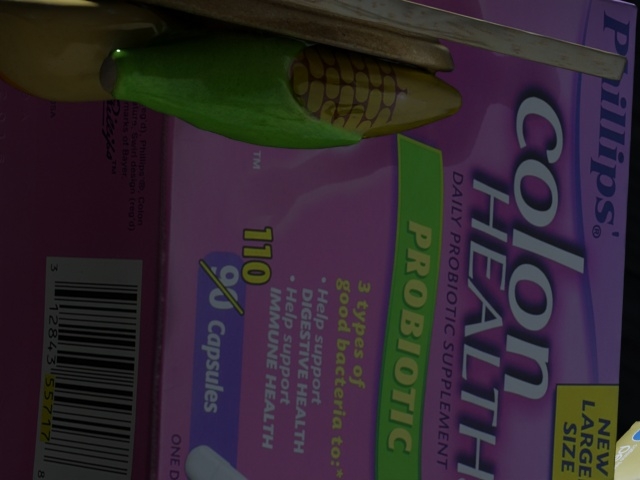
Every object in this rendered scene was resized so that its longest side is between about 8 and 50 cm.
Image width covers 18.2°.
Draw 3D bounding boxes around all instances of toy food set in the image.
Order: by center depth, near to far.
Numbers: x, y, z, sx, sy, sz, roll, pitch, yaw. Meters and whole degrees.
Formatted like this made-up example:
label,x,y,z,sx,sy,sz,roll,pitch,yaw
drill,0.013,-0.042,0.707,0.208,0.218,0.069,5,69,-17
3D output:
label,x,y,z,sx,sy,sz,roll,pitch,yaw
toy food set,-0.033,-0.048,0.479,0.192,0.132,0.039,20,99,48

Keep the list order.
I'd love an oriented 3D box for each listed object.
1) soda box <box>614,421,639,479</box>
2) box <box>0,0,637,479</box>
label,x,y,z,sx,sy,sz,roll,pitch,yaw
soda box,0.188,0.168,0.897,0.058,0.181,0.061,-38,13,-38
box,0.000,0.000,0.787,0.117,0.243,0.214,1,88,48
